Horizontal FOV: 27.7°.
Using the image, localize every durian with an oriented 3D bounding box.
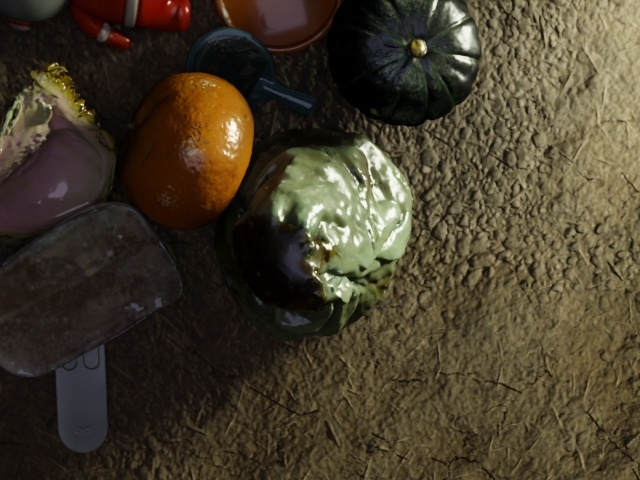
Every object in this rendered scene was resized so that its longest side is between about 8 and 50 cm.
[{"bbox_3d":[-0.383,-0.098,1.825,0.196,0.185,0.305,25,109,-20],"label":"durian"}]

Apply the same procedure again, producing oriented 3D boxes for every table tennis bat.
[{"bbox_3d":[-0.098,-0.232,1.885,0.201,0.033,0.124,24,110,-10],"label":"table tennis bat"}]

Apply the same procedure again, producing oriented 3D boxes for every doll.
[{"bbox_3d":[-0.345,-0.364,1.807,0.337,0.105,0.199,3,124,-11],"label":"doll"}]

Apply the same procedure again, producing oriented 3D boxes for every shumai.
[{"bbox_3d":[0.000,0.000,1.817,0.304,0.263,0.309,-20,100,-1],"label":"shumai"}]

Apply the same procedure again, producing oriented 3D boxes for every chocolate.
[{"bbox_3d":[-0.354,0.063,1.851,0.303,0.100,0.185,-28,107,8],"label":"chocolate"}]

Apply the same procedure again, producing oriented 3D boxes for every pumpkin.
[{"bbox_3d":[0.118,-0.269,1.841,0.221,0.162,0.220,-1,97,-11],"label":"pumpkin"}]

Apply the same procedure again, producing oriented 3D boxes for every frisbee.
[{"bbox_3d":[-0.060,-0.365,1.869,0.192,0.035,0.192,-2,109,-4],"label":"frisbee"}]

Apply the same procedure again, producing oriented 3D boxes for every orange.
[{"bbox_3d":[-0.187,-0.126,1.799,0.170,0.224,0.224,19,96,-13],"label":"orange"}]

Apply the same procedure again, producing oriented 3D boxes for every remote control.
[{"bbox_3d":[-0.355,0.195,1.931,0.077,0.022,0.244,-1,98,-3],"label":"remote control"}]
